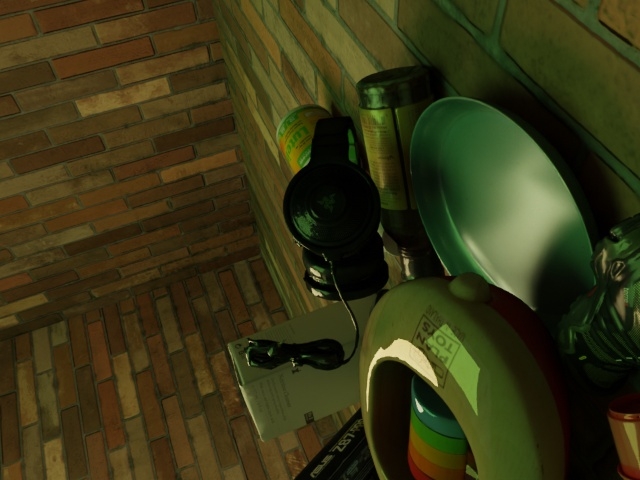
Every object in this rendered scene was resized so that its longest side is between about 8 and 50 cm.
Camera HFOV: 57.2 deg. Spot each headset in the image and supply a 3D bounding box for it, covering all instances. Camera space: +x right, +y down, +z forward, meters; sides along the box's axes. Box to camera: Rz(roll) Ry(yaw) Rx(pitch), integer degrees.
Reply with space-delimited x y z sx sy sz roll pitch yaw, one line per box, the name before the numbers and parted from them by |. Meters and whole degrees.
headset | 0.000 0.000 0.844 0.243 0.185 0.394 75 -166 -52

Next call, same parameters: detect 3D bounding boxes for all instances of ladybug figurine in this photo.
ladybug figurine | 0.181 0.219 0.730 0.305 0.162 0.449 42 144 42

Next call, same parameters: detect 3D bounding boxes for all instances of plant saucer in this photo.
plant saucer | 0.214 -0.024 0.697 0.317 0.044 0.317 57 163 29

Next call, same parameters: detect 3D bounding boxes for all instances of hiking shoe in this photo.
hiking shoe | 0.283 0.086 0.520 0.114 0.086 0.226 -117 15 -47

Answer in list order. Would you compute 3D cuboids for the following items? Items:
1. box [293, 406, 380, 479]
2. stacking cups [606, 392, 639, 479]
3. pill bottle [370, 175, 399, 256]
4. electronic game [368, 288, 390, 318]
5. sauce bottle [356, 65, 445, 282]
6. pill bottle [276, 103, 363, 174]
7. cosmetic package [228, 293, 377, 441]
box | 0.135 0.511 1.194 0.097 0.395 0.318 -18 98 36
stacking cups | 0.346 0.307 0.554 0.096 0.096 0.316 163 88 -78
pill bottle | 0.107 -0.044 1.058 0.193 0.108 0.108 -131 25 -61
electronic game | 0.147 0.214 1.213 0.229 0.048 0.229 -8 -90 -71
sauce bottle | 0.132 -0.080 0.884 0.111 0.112 0.344 -131 27 -61
pill bottle | 0.007 -0.170 1.244 0.136 0.137 0.245 84 162 -47
cosmetic package | -0.002 0.296 1.411 0.156 0.385 0.217 -123 16 -54
